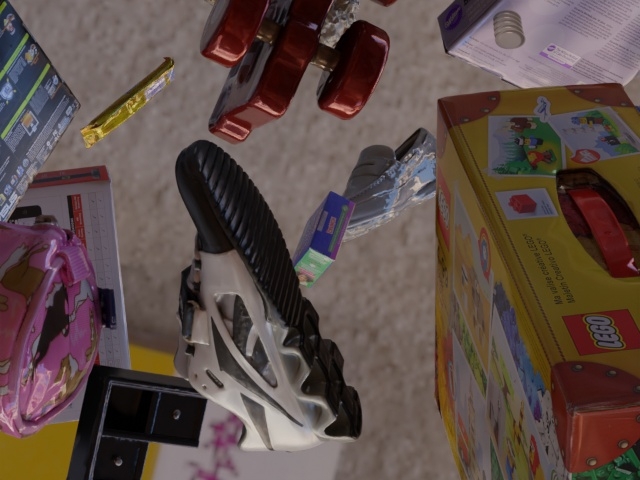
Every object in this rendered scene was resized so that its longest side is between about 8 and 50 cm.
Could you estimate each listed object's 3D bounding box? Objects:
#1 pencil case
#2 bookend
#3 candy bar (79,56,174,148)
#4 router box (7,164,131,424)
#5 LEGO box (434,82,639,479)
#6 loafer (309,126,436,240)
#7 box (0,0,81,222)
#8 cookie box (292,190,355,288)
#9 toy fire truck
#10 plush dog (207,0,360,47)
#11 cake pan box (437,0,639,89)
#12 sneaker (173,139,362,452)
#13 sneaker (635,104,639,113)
[{"bbox_3d":[-0.367,0.030,1.359,0.160,0.386,0.167,85,28,-45],"label":"pencil case"},{"bbox_3d":[-0.219,0.245,2.053,0.072,0.156,0.157,21,-82,65],"label":"bookend"},{"bbox_3d":[-0.237,-0.174,2.069,0.161,0.018,0.040,-44,152,-24],"label":"candy bar"},{"bbox_3d":[-0.413,0.083,2.208,0.082,0.301,0.335,-123,-151,-70],"label":"router box"},{"bbox_3d":[0.241,0.137,1.475,0.500,0.193,0.372,-105,-169,-58],"label":"LEGO box"},{"bbox_3d":[0.082,-0.081,2.418,0.112,0.111,0.319,-28,180,39],"label":"loafer"},{"bbox_3d":[-0.360,-0.138,1.807,0.190,0.045,0.184,-63,142,-26],"label":"box"},{"bbox_3d":[0.000,0.000,2.164,0.107,0.040,0.091,129,-16,-62],"label":"cookie box"},{"bbox_3d":[-0.026,-0.253,1.719,0.302,0.169,0.254,-70,-164,-8],"label":"toy fire truck"},{"bbox_3d":[-0.047,-0.373,2.041,0.225,0.211,0.262,-63,-159,3],"label":"plush dog"},{"bbox_3d":[0.317,-0.277,1.989,0.246,0.267,0.070,-43,-137,35],"label":"cake pan box"},{"bbox_3d":[-0.088,0.069,1.538,0.122,0.146,0.330,-72,142,-63],"label":"sneaker"},{"bbox_3d":[0.365,-0.099,2.179,0.315,0.182,0.127,-46,-144,34],"label":"sneaker"}]
